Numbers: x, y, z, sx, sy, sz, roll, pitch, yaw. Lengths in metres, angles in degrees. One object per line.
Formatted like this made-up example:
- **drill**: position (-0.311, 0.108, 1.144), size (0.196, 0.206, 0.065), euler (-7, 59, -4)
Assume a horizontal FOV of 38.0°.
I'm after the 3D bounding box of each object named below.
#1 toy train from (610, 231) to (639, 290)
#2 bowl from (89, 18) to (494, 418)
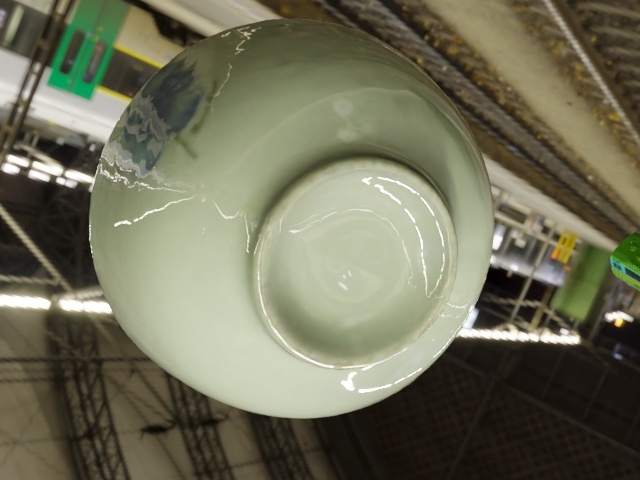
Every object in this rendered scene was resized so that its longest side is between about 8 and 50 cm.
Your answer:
- **toy train**: position (0.382, 0.059, 0.920), size (0.209, 0.044, 0.042), euler (39, 166, 44)
- **bowl**: position (0.000, 0.000, 0.609), size (0.289, 0.289, 0.146), euler (22, -174, -20)
